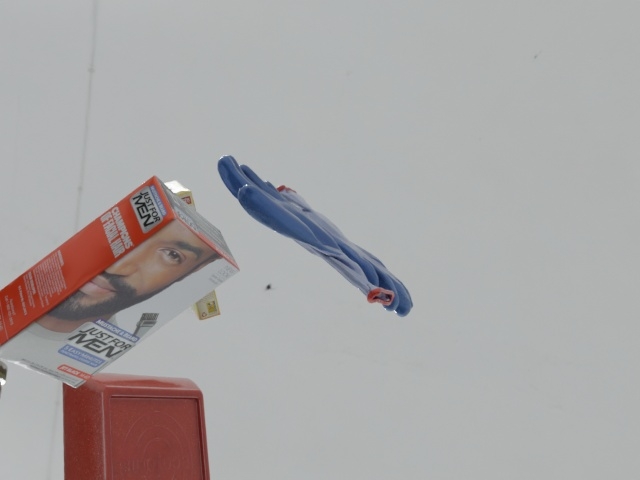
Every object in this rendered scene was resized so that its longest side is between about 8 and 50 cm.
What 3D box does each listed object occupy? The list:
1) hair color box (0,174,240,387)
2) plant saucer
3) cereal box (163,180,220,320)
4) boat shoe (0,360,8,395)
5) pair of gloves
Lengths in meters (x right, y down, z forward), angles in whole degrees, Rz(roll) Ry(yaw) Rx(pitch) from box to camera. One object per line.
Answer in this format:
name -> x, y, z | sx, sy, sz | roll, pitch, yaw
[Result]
hair color box -> -0.158, 0.036, 0.509 | 0.167, 0.093, 0.053 | -37, -127, 4
plant saucer -> -0.235, 0.311, 0.916 | 0.048, 0.258, 0.258 | -17, -110, 26
cereal box -> -0.253, 0.014, 1.257 | 0.048, 0.173, 0.240 | -15, -73, -19
boat shoe -> -0.320, 0.124, 0.463 | 0.111, 0.307, 0.104 | -1, -104, 0
pair of gloves -> 0.000, 0.000, 0.503 | 0.159, 0.198, 0.023 | 41, -82, 18
